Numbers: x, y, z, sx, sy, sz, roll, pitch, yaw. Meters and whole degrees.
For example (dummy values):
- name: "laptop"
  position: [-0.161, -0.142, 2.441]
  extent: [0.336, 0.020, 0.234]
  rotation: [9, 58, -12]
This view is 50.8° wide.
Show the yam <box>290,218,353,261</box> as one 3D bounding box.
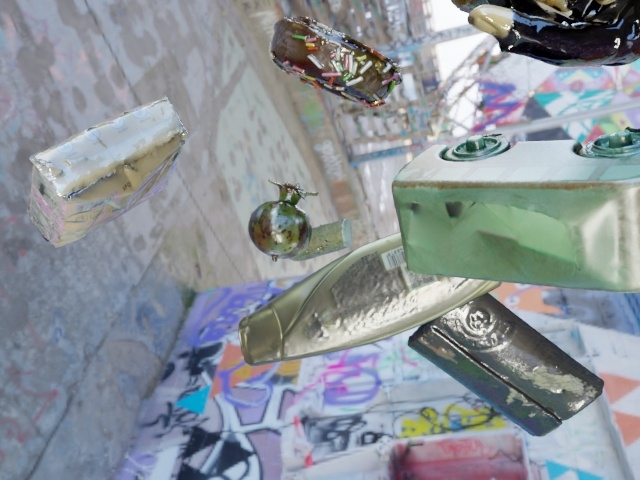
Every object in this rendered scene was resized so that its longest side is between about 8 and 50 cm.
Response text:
- name: "yam"
  position: [0.000, 0.000, 1.623]
  extent: [0.078, 0.179, 0.078]
  rotation: [29, 53, -47]

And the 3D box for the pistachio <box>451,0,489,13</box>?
- name: "pistachio"
  position: [0.268, -0.393, 1.060]
  extent: [0.090, 0.173, 0.049]
  rotation: [31, 66, -28]

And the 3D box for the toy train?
- name: "toy train"
  position: [0.226, -0.034, 0.686]
  extent: [0.159, 0.327, 0.129]
  rotation: [-40, 123, -43]

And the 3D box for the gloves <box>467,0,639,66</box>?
- name: "gloves"
  position: [0.282, -0.253, 0.690]
  extent: [0.197, 0.301, 0.152]
  rotation: [-163, -110, -71]

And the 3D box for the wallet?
- name: "wallet"
  position: [0.325, 0.218, 1.185]
  extent: [0.321, 0.170, 0.044]
  rotation: [37, 22, -8]

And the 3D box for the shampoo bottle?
- name: "shampoo bottle"
  position: [0.056, 0.075, 0.894]
  extent: [0.084, 0.350, 0.125]
  rotation: [28, 39, -75]

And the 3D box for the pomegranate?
- name: "pomegranate"
  position: [-0.078, -0.041, 1.455]
  extent: [0.148, 0.149, 0.169]
  rotation: [-27, 140, -76]

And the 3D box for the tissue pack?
- name: "tissue pack"
  position: [-0.357, -0.112, 1.149]
  extent: [0.257, 0.215, 0.123]
  rotation: [-34, 85, -33]

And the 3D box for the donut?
- name: "donut"
  position: [0.024, -0.332, 1.275]
  extent: [0.103, 0.270, 0.270]
  rotation: [-64, 170, 8]
